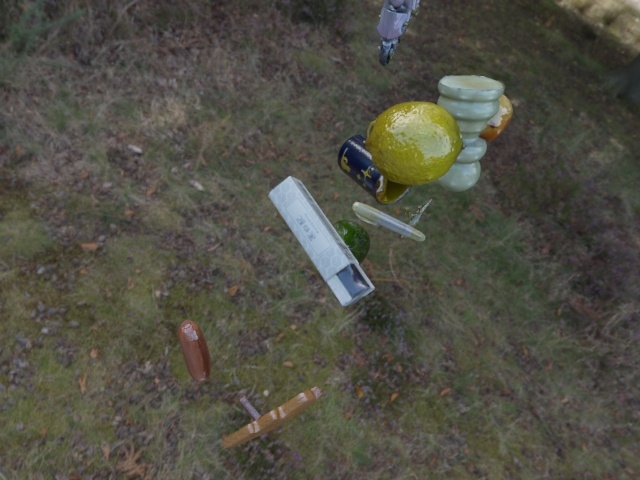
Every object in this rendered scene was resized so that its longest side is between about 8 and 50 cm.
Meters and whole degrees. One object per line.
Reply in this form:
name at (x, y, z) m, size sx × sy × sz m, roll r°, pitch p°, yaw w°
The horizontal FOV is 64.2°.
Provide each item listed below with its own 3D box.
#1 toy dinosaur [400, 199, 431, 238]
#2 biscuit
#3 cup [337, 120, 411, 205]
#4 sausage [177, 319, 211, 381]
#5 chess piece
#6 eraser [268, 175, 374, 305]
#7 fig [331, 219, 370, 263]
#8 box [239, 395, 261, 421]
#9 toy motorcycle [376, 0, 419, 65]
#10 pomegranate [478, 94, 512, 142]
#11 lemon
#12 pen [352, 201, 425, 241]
toy dinosaur at (0.370, -0.081, 1.966) m, size 0.162 × 0.126 × 0.039 m, roll -20°, pitch 35°, yaw -33°
biscuit at (-0.130, 0.503, 1.434) m, size 0.307 × 0.284 × 0.043 m, roll -25°, pitch 73°, yaw -17°
cup at (0.207, -0.298, 1.825) m, size 0.179 × 0.254 × 0.256 m, roll 3°, pitch 31°, yaw -41°
sausage at (-0.342, 0.305, 1.398) m, size 0.077 × 0.194 × 0.077 m, roll -5°, pitch 26°, yaw 3°
chess piece at (0.423, -0.306, 1.513) m, size 0.183 × 0.330 × 0.182 m, roll 0°, pitch 30°, yaw 0°
eraser at (0.000, 0.000, 1.491) m, size 0.403 × 0.096 × 0.098 m, roll 56°, pitch 13°, yaw 16°
fig at (0.089, 0.026, 1.862) m, size 0.196 × 0.195 × 0.245 m, roll 27°, pitch 9°, yaw -4°
box at (-0.218, 0.526, 1.585) m, size 0.023 × 0.051 × 0.082 m, roll -36°, pitch 70°, yaw -26°
toy motorcycle at (0.174, -0.510, 1.125) m, size 0.073 × 0.152 × 0.224 m, roll 20°, pitch 78°, yaw 10°
pomegranate at (0.550, -0.435, 1.758) m, size 0.209 × 0.209 × 0.209 m, roll 18°, pitch 41°, yaw -16°
lemon at (0.217, -0.222, 1.175) m, size 0.231 × 0.192 × 0.192 m, roll 2°, pitch 40°, yaw 7°
pen at (0.171, -0.040, 1.264) m, size 0.234 × 0.040 × 0.032 m, roll 24°, pitch 21°, yaw -29°
